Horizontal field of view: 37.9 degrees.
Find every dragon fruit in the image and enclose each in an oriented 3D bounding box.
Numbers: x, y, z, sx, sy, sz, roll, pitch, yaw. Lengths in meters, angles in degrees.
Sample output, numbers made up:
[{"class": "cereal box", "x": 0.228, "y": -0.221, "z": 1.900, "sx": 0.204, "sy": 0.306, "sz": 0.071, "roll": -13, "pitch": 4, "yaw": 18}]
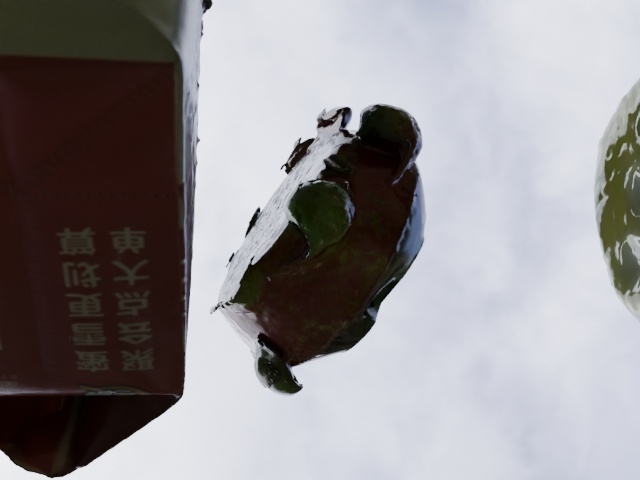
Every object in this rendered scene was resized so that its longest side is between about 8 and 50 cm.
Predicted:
[{"class": "dragon fruit", "x": 0.000, "y": 0.000, "z": 0.848, "sx": 0.130, "sy": 0.295, "sz": 0.268, "roll": 36, "pitch": -92, "yaw": -9}]

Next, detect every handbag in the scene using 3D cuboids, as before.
[{"class": "handbag", "x": -0.131, "y": -0.024, "z": 0.483, "sx": 0.151, "sy": 0.298, "sz": 0.171, "roll": 1, "pitch": -135, "yaw": -5}]

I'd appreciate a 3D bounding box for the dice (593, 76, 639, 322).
[{"class": "dice", "x": 0.297, "y": -0.031, "z": 0.632, "sx": 0.169, "sy": 0.169, "sz": 0.166, "roll": -1, "pitch": -119, "yaw": -10}]
